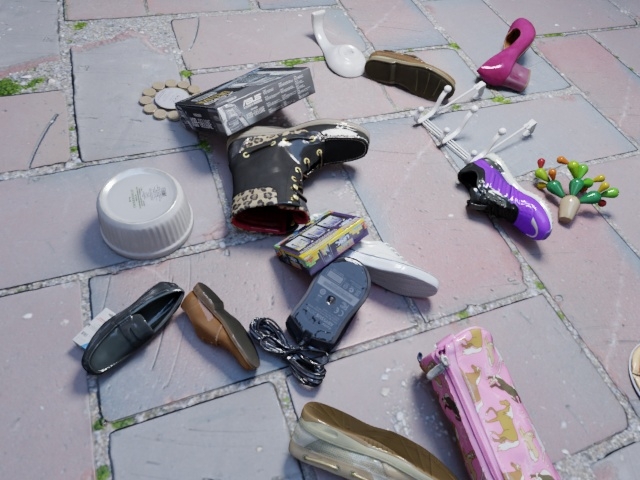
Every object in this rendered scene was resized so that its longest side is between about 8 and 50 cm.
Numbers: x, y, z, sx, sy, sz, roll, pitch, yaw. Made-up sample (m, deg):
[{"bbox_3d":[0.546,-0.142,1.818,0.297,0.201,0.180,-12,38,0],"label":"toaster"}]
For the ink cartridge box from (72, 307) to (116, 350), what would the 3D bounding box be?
[{"bbox_3d":[-0.431,0.179,0.868,0.048,0.028,0.083,29,56,12],"label":"ink cartridge box"}]

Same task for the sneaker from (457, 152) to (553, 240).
[{"bbox_3d":[0.464,-0.099,1.163,0.146,0.102,0.293,-18,54,-15],"label":"sneaker"}]

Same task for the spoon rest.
[{"bbox_3d":[0.056,-0.662,1.525,0.137,0.084,0.276,-26,75,-22],"label":"spoon rest"}]

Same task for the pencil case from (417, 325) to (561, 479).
[{"bbox_3d":[0.305,0.352,0.772,0.167,0.160,0.386,-8,57,-15],"label":"pencil case"}]

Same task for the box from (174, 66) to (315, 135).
[{"bbox_3d":[-0.206,-0.389,1.216,0.307,0.077,0.242,-35,36,-28],"label":"box"}]

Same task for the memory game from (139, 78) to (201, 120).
[{"bbox_3d":[-0.435,-0.414,1.304,0.186,0.012,0.186,4,55,-5],"label":"memory game"}]

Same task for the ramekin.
[{"bbox_3d":[-0.398,-0.070,1.003,0.207,0.109,0.207,4,54,-5],"label":"ramekin"}]

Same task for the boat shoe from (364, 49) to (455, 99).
[{"bbox_3d":[0.303,-0.559,1.454,0.307,0.111,0.104,24,56,9],"label":"boat shoe"}]

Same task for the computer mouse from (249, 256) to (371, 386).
[{"bbox_3d":[-0.001,0.150,0.933,0.188,0.072,0.272,37,70,15],"label":"computer mouse"}]

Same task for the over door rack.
[{"bbox_3d":[0.481,-0.380,1.354,0.324,0.108,0.239,-28,64,-25],"label":"over door rack"}]

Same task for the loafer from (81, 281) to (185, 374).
[{"bbox_3d":[-0.354,0.163,0.852,0.078,0.076,0.223,0,38,44],"label":"loafer"}]

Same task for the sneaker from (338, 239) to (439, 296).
[{"bbox_3d":[0.147,0.048,1.006,0.258,0.094,0.091,20,56,6],"label":"sneaker"}]

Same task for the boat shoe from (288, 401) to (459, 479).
[{"bbox_3d":[0.093,0.386,0.763,0.302,0.109,0.098,23,91,4],"label":"boat shoe"}]

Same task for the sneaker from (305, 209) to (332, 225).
[{"bbox_3d":[0.002,-0.048,1.092,0.083,0.032,0.037,-21,60,-21],"label":"sneaker"}]

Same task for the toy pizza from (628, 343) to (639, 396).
[{"bbox_3d":[0.767,0.305,0.950,0.201,0.032,0.201,4,54,-5],"label":"toy pizza"}]

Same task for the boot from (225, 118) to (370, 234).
[{"bbox_3d":[-0.052,-0.162,1.100,0.377,0.138,0.284,-1,54,-5],"label":"boot"}]

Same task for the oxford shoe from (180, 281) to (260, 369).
[{"bbox_3d":[-0.201,0.184,0.887,0.076,0.076,0.212,-45,70,0],"label":"oxford shoe"}]

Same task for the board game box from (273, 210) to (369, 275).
[{"bbox_3d":[0.000,0.000,0.995,0.170,0.048,0.141,-34,28,-22],"label":"board game box"}]

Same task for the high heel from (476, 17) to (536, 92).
[{"bbox_3d":[0.659,-0.699,1.589,0.181,0.127,0.377,19,57,-8],"label":"high heel"}]

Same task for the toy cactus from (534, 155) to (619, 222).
[{"bbox_3d":[0.692,-0.131,1.228,0.219,0.112,0.181,24,74,6],"label":"toy cactus"}]
